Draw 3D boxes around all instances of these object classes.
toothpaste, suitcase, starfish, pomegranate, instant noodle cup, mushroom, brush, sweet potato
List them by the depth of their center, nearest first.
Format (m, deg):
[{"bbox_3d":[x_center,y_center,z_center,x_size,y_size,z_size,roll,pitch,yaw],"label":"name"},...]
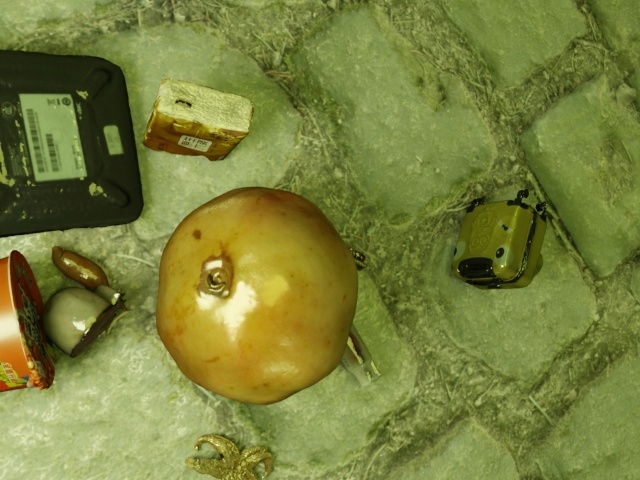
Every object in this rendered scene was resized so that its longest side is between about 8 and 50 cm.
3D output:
[{"bbox_3d":[-0.585,0.159,1.056,0.192,0.250,0.250,-15,87,-15],"label":"instant noodle cup"},{"bbox_3d":[-0.442,0.137,1.137,0.117,0.188,0.141,30,70,-11],"label":"mushroom"},{"bbox_3d":[-0.119,0.097,1.191,0.412,0.411,0.410,4,80,-22],"label":"pomegranate"},{"bbox_3d":[-0.446,0.078,1.221,0.195,0.056,0.056,46,68,-15],"label":"sweet potato"},{"bbox_3d":[-0.171,0.473,1.264,0.209,0.053,0.150,47,72,-11],"label":"starfish"},{"bbox_3d":[0.029,0.177,1.392,0.100,0.066,0.323,-30,88,-19],"label":"toothpaste"},{"bbox_3d":[0.000,0.000,1.421,0.248,0.043,0.036,27,65,-15],"label":"brush"},{"bbox_3d":[0.442,0.010,1.516,0.143,0.194,0.234,27,72,-26],"label":"suitcase"}]

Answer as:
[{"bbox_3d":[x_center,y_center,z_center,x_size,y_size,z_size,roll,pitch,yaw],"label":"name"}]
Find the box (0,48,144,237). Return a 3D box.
[{"bbox_3d":[-0.524,-0.189,1.178,0.351,0.091,0.358,-10,90,-37],"label":"box"}]

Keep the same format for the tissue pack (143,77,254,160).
[{"bbox_3d":[-0.251,-0.236,1.256,0.184,0.226,0.091,12,76,-21],"label":"tissue pack"}]
